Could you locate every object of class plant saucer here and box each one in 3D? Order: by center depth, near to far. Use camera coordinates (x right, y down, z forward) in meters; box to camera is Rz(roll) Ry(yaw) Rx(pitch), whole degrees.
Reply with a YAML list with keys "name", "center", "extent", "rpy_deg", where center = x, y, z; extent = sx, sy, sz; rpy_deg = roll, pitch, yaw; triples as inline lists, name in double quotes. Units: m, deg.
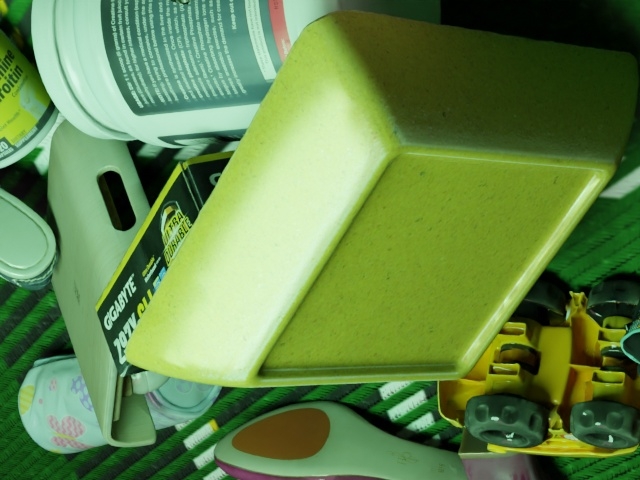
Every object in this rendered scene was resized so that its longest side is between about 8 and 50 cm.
- name: "plant saucer"
  center: [0.065, -0.001, 1.234]
  extent: [0.333, 0.081, 0.332]
  rpy_deg: [3, 131, -40]

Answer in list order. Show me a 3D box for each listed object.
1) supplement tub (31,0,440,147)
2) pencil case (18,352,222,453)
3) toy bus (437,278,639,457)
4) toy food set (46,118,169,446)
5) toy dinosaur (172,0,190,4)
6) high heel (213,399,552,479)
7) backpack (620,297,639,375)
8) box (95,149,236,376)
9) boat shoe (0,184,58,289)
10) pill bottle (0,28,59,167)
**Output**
- name: "supplement tub"
  center: [-0.064, -0.170, 1.264]
  extent: [0.272, 0.191, 0.191]
  rpy_deg: [-3, 137, 32]
- name: "pencil case"
  center: [-0.230, 0.164, 1.868]
  extent: [0.124, 0.113, 0.273]
  rpy_deg: [48, 139, -18]
- name: "toy bus"
  center: [0.246, 0.143, 1.555]
  extent: [0.220, 0.149, 0.211]
  rpy_deg: [0, 152, 26]
- name: "toy food set"
  center: [-0.196, 0.040, 1.628]
  extent: [0.092, 0.219, 0.306]
  rpy_deg: [-12, 148, -19]
- name: "toy dinosaur"
  center: [-0.107, -0.242, 1.060]
  extent: [0.322, 0.164, 0.218]
  rpy_deg: [24, 141, 49]
- name: "high heel"
  center: [0.070, 0.280, 1.823]
  extent: [0.377, 0.127, 0.181]
  rpy_deg: [0, 128, 24]
- name: "backpack"
  center: [0.371, 0.069, 1.366]
  extent: [0.166, 0.144, 0.188]
  rpy_deg: [41, 153, -22]
- name: "box"
  center: [0.000, 0.000, 1.381]
  extent: [0.322, 0.079, 0.257]
  rpy_deg: [-12, 159, -28]
- name: "boat shoe"
  center: [-0.362, -0.046, 1.661]
  extent: [0.254, 0.095, 0.079]
  rpy_deg: [37, 158, 8]
- name: "pill bottle"
  center: [-0.329, -0.159, 1.508]
  extent: [0.103, 0.103, 0.184]
  rpy_deg: [-8, 134, 37]
